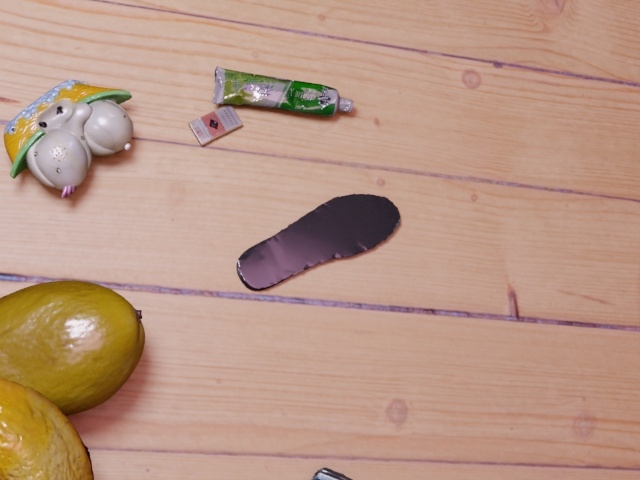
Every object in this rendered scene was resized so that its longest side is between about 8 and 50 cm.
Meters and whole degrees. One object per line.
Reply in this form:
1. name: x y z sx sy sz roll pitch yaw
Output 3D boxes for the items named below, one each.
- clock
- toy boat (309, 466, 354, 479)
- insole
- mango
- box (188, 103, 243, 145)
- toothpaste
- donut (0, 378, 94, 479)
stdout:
1. clock: -0.390 -0.165 1.357 0.144 0.103 0.231 47 71 0
2. toy boat: 0.044 0.408 1.329 0.140 0.059 0.066 30 57 -6
3. insole: 0.000 0.000 1.460 0.309 0.012 0.110 -28 84 -20
4. mango: -0.416 0.164 1.235 0.332 0.142 0.195 -13 77 -10
5. box: -0.179 -0.198 1.469 0.083 0.012 0.046 -29 85 -22
6. toothpaste: -0.064 -0.253 1.499 0.248 0.047 0.078 8 66 -11
7. donut: -0.454 0.336 1.134 0.303 0.110 0.302 -1 101 -6
